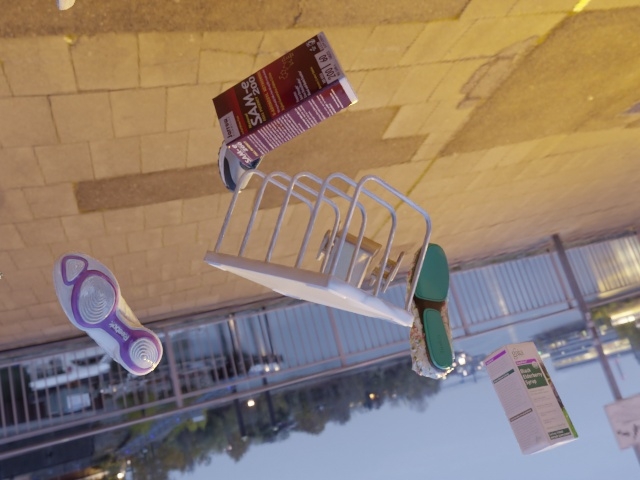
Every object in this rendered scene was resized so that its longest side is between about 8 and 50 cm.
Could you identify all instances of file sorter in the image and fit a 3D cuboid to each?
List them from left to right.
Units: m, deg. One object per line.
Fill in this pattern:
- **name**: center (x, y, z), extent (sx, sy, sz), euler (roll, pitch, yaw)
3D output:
- **file sorter**: center (0.000, 0.000, 0.887), extent (0.277, 0.173, 0.192), euler (9, 167, 46)

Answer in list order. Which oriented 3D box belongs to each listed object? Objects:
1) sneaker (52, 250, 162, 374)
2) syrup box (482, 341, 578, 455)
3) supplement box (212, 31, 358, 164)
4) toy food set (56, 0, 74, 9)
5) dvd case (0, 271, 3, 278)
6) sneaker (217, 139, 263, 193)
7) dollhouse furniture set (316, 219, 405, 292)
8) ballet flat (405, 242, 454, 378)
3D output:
- **sneaker**: center (-0.449, 0.149, 1.182), extent (0.152, 0.305, 0.114), euler (10, -136, 45)
- **syrup box**: center (0.482, 0.362, 1.356), extent (0.093, 0.237, 0.096), euler (0, 148, -28)
- **supplement box**: center (-0.067, -0.253, 1.050), extent (0.239, 0.130, 0.073), euler (-29, 147, 12)
- **toy food set**: center (-0.245, -0.381, 0.720), extent (0.217, 0.071, 0.128), euler (-34, 160, -33)
- **dvd case**: center (-0.664, 0.081, 1.078), extent (0.087, 0.119, 0.013), euler (24, 129, 0)
- **sneaker**: center (-0.169, -0.244, 1.450), extent (0.107, 0.272, 0.100), euler (14, 170, 36)
- **dollhouse furniture set**: center (0.106, 0.030, 1.574), extent (0.242, 0.212, 0.161), euler (-45, 159, -58)
- **ballet flat**: center (0.178, 0.121, 1.011), extent (0.091, 0.241, 0.077), euler (15, 150, -20)
